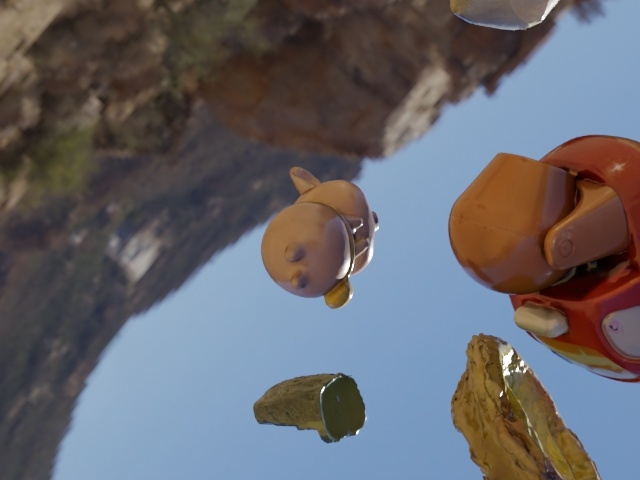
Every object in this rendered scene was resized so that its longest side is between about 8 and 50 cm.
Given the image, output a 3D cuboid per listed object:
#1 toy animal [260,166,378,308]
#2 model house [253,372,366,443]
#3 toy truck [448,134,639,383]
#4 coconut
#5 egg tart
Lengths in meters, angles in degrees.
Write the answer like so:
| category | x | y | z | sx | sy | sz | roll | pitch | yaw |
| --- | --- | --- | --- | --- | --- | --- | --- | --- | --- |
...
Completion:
| category | x | y | z | sx | sy | sz | roll | pitch | yaw |
| --- | --- | --- | --- | --- | --- | --- | --- | --- | --- |
| toy animal | -0.001 | 0.003 | 2.281 | 0.248 | 0.149 | 0.165 | -56 | 149 | -69 |
| model house | -0.011 | 0.163 | 1.527 | 0.083 | 0.066 | 0.078 | -8 | -173 | 33 |
| toy truck | 0.239 | 0.027 | 1.481 | 0.239 | 0.265 | 0.189 | -22 | -161 | -26 |
| coconut | 0.231 | -0.341 | 1.991 | 0.162 | 0.161 | 0.161 | -54 | -169 | -3 |
| egg tart | 0.202 | 0.215 | 1.514 | 0.095 | 0.279 | 0.279 | -34 | -166 | 10 |
